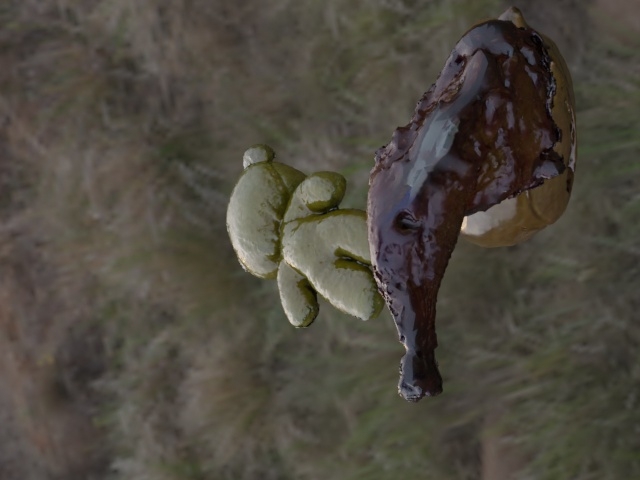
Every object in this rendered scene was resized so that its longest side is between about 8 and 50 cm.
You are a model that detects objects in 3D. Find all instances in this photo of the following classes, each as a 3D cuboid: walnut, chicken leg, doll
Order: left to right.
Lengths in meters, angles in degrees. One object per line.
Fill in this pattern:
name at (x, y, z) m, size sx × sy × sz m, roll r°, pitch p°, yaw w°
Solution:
doll at (0.000, 0.000, 1.442) m, size 0.209 × 0.097 × 0.137 m, roll 31°, pitch 119°, yaw 45°
chicken leg at (0.067, -0.022, 0.889) m, size 0.093 × 0.205 × 0.053 m, roll 29°, pitch 176°, yaw 5°
walnut at (0.152, -0.090, 1.418) m, size 0.137 × 0.137 × 0.245 m, roll 43°, pitch 152°, yaw 44°
